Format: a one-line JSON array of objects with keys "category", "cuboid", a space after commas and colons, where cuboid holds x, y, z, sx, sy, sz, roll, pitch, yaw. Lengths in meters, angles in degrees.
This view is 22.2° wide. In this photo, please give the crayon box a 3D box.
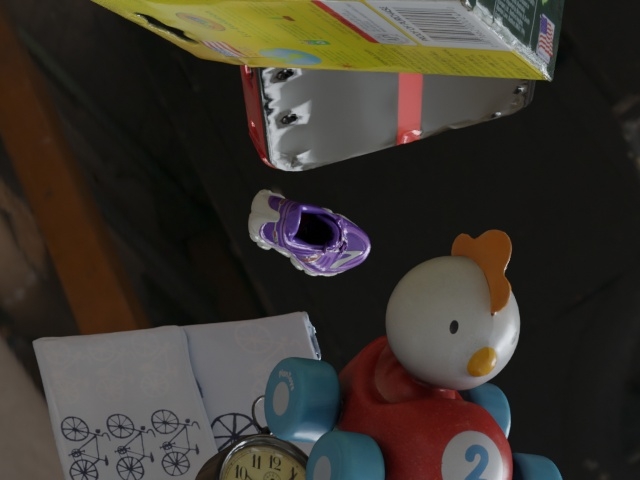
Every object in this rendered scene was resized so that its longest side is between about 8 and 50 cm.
[{"category": "crayon box", "cuboid": [0.000, -0.189, 1.220, 0.318, 0.081, 0.202, 5, 172, 26]}]

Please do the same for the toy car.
[{"category": "toy car", "cuboid": [0.108, 0.106, 1.358, 0.219, 0.210, 0.238, 10, 116, -27]}]

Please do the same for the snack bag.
[{"category": "snack bag", "cuboid": [-0.123, 0.216, 1.795, 0.342, 0.323, 0.037, -4, 140, -21]}]

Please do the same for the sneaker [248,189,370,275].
[{"category": "sneaker", "cuboid": [0.000, 0.000, 1.567, 0.170, 0.071, 0.068, 17, 86, -54]}]

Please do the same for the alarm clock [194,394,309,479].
[{"category": "alarm clock", "cuboid": [-0.054, 0.229, 1.487, 0.129, 0.192, 0.064, 24, 144, -27]}]

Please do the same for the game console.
[{"category": "game console", "cuboid": [0.081, -0.213, 1.773, 0.342, 0.060, 0.386, -16, 156, -6]}]
